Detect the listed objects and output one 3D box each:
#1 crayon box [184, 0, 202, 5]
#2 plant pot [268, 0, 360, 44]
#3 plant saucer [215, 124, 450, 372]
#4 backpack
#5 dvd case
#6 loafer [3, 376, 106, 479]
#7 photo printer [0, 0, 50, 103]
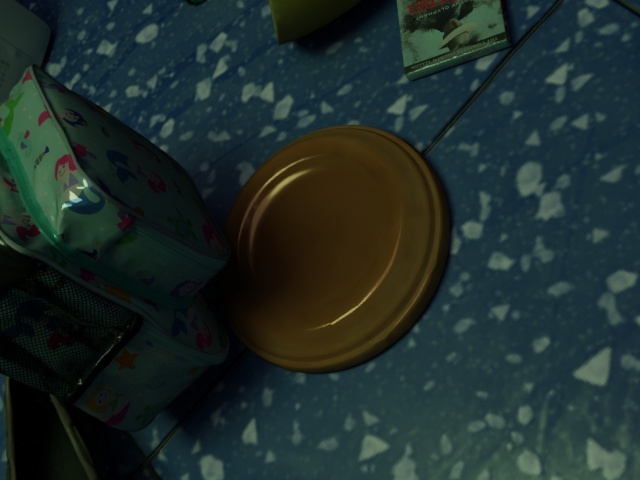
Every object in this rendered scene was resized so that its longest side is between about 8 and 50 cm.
[{"bbox_3d":[-0.048,-0.358,1.042,0.278,0.081,0.165,-32,57,16],"label":"crayon box"},{"bbox_3d":[-0.002,-0.233,0.945,0.095,0.134,0.134,-12,62,0],"label":"plant pot"},{"bbox_3d":[0.000,0.000,0.889,0.200,0.037,0.200,-12,64,26],"label":"plant saucer"},{"bbox_3d":[-0.177,0.013,0.859,0.191,0.253,0.225,-40,44,6],"label":"backpack"},{"bbox_3d":[0.101,-0.190,0.923,0.087,0.013,0.119,-16,63,25],"label":"dvd case"},{"bbox_3d":[-0.195,0.192,0.852,0.096,0.084,0.267,-24,40,-4],"label":"loafer"},{"bbox_3d":[-0.405,-0.159,1.035,0.107,0.307,0.256,12,77,34],"label":"photo printer"}]
